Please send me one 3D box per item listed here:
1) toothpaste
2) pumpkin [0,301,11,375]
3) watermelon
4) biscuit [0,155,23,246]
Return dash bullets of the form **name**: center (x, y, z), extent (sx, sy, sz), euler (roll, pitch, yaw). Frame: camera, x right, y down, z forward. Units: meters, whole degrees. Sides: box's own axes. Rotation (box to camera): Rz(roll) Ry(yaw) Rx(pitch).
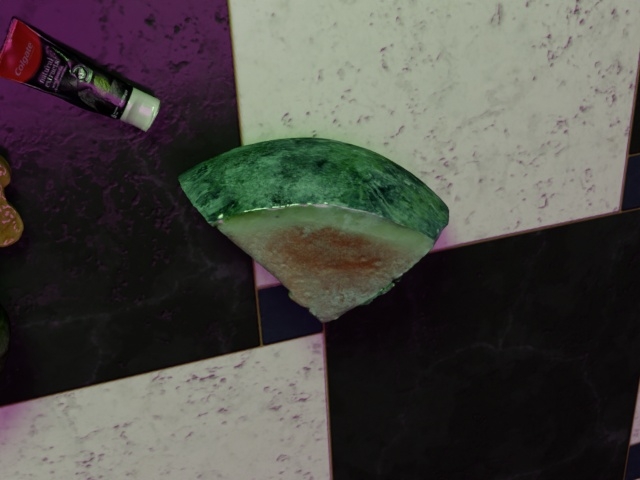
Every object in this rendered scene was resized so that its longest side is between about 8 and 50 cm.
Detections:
- **toothpaste**: center (-0.294, -0.191, 0.935), extent (0.193, 0.045, 0.071), euler (25, 102, -23)
- **pumpkin**: center (-0.500, 0.122, 0.930), extent (0.237, 0.159, 0.238), euler (-6, 119, -10)
- **watermelon**: center (0.000, 0.000, 1.052), extent (0.387, 0.228, 0.258), euler (2, 122, -16)
- **biscuit**: center (-0.484, -0.086, 0.907), extent (0.202, 0.044, 0.289), euler (-42, 123, 2)
